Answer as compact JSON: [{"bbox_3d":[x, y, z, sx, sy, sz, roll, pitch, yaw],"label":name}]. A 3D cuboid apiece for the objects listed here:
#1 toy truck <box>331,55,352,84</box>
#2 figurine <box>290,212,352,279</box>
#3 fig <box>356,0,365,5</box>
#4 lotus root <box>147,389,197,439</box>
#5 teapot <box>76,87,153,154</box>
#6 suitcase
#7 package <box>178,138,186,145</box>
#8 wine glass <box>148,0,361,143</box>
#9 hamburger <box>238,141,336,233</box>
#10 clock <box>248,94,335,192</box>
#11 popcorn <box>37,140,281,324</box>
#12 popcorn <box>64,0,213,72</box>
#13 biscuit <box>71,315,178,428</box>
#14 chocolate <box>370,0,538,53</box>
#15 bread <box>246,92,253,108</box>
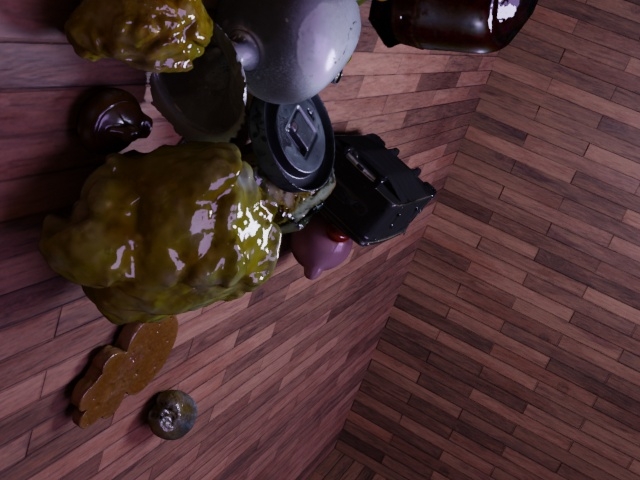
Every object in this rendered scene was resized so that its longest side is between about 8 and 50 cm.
[{"bbox_3d":[-0.001,-0.403,1.563,0.114,0.098,0.227,-66,165,-5],"label":"toy truck"},{"bbox_3d":[0.000,0.000,2.040,0.173,0.173,0.173,-53,160,-29],"label":"figurine"},{"bbox_3d":[0.068,-0.488,1.410,0.259,0.151,0.151,-12,140,-17],"label":"fig"},{"bbox_3d":[-0.333,0.402,1.789,0.192,0.088,0.113,62,50,-69],"label":"lotus root"},{"bbox_3d":[-0.288,-0.164,1.110,0.098,0.078,0.129,-67,163,13],"label":"teapot"},{"bbox_3d":[0.115,-0.138,1.986,0.194,0.283,0.434,-50,168,19],"label":"suitcase"},{"bbox_3d":[-0.221,-0.188,1.373,0.110,0.015,0.037,-56,162,-18],"label":"package"},{"bbox_3d":[-0.091,-0.309,1.233,0.323,0.238,0.238,-35,148,-40],"label":"wine glass"},{"bbox_3d":[-0.108,-0.105,1.510,0.288,0.192,0.167,-48,122,-57],"label":"hamburger"},{"bbox_3d":[-0.049,-0.191,1.417,0.215,0.042,0.215,18,68,-52],"label":"clock"},{"bbox_3d":[-0.231,0.008,1.161,0.292,0.293,0.334,-54,159,-24],"label":"popcorn"},{"bbox_3d":[-0.222,-0.290,0.966,0.197,0.198,0.155,-42,137,-50],"label":"popcorn"},{"bbox_3d":[-0.375,0.239,1.502,0.288,0.044,0.202,-45,155,-41],"label":"biscuit"},{"bbox_3d":[0.355,-0.608,1.907,0.383,0.331,0.383,-55,163,-26],"label":"chocolate"},{"bbox_3d":[-0.081,-0.286,1.507,0.177,0.084,0.119,10,103,-62],"label":"bread"}]
